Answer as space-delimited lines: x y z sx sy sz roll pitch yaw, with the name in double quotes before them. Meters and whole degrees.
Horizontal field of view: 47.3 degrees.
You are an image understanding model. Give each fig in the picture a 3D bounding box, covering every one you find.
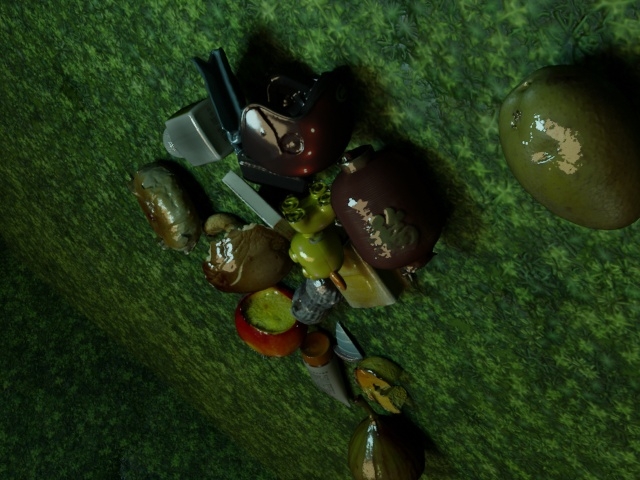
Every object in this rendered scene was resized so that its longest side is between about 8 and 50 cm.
"fig" 0.155 0.538 1.976 0.217 0.217 0.320 16 139 42

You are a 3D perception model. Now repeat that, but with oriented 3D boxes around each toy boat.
"toy boat" 0.067 0.269 1.929 0.096 0.034 0.122 19 141 29

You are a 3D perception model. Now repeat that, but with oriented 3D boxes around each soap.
"soap" 0.059 0.013 1.561 0.274 0.089 0.173 55 149 -14

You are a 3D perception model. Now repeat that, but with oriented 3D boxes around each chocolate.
"chocolate" -0.003 0.132 1.775 0.110 0.110 0.248 44 150 2

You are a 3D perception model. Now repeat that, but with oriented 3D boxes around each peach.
"peach" -0.128 0.211 1.950 0.190 0.196 0.226 9 170 -21

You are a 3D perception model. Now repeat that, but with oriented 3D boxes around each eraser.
"eraser" -0.125 -0.070 1.627 0.157 0.038 0.230 43 180 13

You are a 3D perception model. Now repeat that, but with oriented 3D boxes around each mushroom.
"mushroom" -0.219 0.002 1.825 0.302 0.208 0.233 41 123 19

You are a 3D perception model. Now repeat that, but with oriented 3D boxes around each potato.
"potato" 0.346 -0.113 0.968 0.251 0.159 0.174 45 176 -16

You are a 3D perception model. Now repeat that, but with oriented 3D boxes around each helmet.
"helmet" -0.041 -0.209 1.294 0.216 0.189 0.193 -33 110 31

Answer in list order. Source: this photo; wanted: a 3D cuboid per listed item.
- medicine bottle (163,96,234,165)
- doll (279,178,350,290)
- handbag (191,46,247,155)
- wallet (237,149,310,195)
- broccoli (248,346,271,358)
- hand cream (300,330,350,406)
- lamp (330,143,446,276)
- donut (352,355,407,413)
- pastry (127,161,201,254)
"medicine bottle" -0.281 -0.243 1.668 0.188 0.088 0.132 -2 126 53
"doll" 0.000 0.000 1.438 0.143 0.135 0.220 54 170 52
"handbag" -0.170 -0.253 1.399 0.229 0.062 0.179 66 -178 -81
"wallet" -0.093 -0.136 1.491 0.149 0.044 0.250 16 176 -1
"broccoli" -0.193 0.280 2.217 0.122 0.118 0.204 34 170 -24
"hand cream" 0.015 0.380 2.084 0.140 0.089 0.314 30 151 28
"lamp" 0.121 -0.062 1.313 0.180 0.180 0.258 -4 122 54
"donut" 0.155 0.365 1.900 0.146 0.078 0.181 23 150 36
"pastry" -0.418 -0.088 1.964 0.257 0.121 0.235 48 157 31
